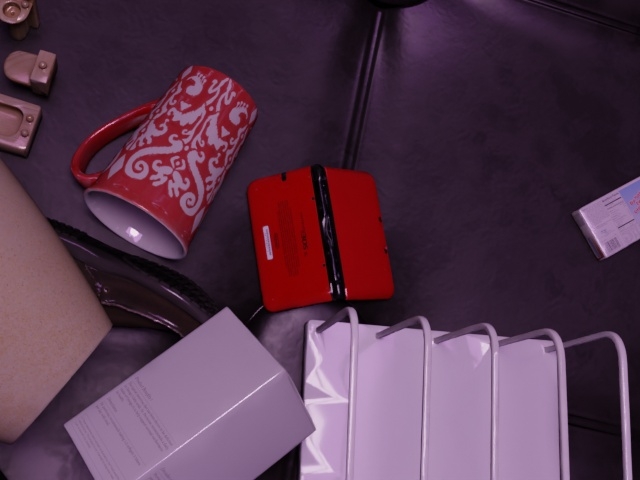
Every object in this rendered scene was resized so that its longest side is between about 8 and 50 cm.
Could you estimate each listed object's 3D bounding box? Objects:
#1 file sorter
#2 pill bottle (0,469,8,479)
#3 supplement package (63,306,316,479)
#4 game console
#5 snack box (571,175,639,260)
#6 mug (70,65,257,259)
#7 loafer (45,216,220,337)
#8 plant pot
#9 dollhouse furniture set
[{"bbox_3d":[0.133,0.172,0.809,0.277,0.173,0.193,6,75,-12],"label":"file sorter"},{"bbox_3d":[-0.370,0.250,0.693,0.123,0.123,0.219,46,70,1],"label":"pill bottle"},{"bbox_3d":[-0.113,0.167,0.759,0.179,0.105,0.105,-35,44,-14],"label":"supplement package"},{"bbox_3d":[0.000,0.000,0.905,0.124,0.085,0.144,-13,77,15],"label":"game console"},{"bbox_3d":[0.383,-0.043,1.003,0.178,0.022,0.064,-26,82,-18],"label":"snack box"},{"bbox_3d":[-0.156,-0.091,0.842,0.150,0.113,0.169,31,68,-6],"label":"mug"},{"bbox_3d":[-0.199,0.050,0.819,0.220,0.080,0.078,25,94,4],"label":"loafer"},{"bbox_3d":[-0.316,0.031,0.692,0.274,0.256,0.256,40,70,-8],"label":"plant pot"},{"bbox_3d":[-0.332,-0.187,0.815,0.144,0.123,0.151,17,72,-9],"label":"dollhouse furniture set"}]
